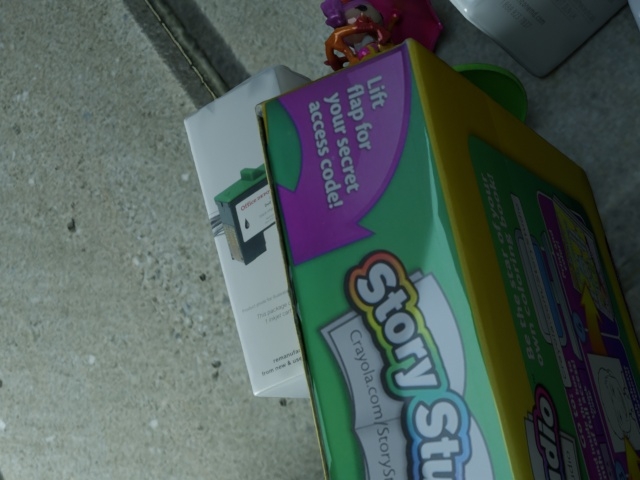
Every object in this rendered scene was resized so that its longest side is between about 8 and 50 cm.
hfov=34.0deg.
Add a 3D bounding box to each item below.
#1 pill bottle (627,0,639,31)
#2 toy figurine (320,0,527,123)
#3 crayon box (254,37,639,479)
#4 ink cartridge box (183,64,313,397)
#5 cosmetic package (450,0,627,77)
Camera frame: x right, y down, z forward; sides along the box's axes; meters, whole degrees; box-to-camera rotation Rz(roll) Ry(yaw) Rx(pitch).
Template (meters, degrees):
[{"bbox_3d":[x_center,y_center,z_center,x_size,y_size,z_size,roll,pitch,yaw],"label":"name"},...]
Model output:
[{"bbox_3d":[0.272,-0.170,0.705,0.116,0.065,0.065,-23,71,26],"label":"pill bottle"},{"bbox_3d":[0.049,-0.136,0.791,0.130,0.173,0.159,-52,46,33],"label":"toy figurine"},{"bbox_3d":[0.113,0.107,0.608,0.106,0.313,0.363,-20,72,26],"label":"crayon box"},{"bbox_3d":[0.000,0.000,0.783,0.093,0.160,0.219,-26,69,25],"label":"ink cartridge box"},{"bbox_3d":[0.229,-0.358,0.707,0.453,0.161,0.230,-43,63,17],"label":"cosmetic package"}]
